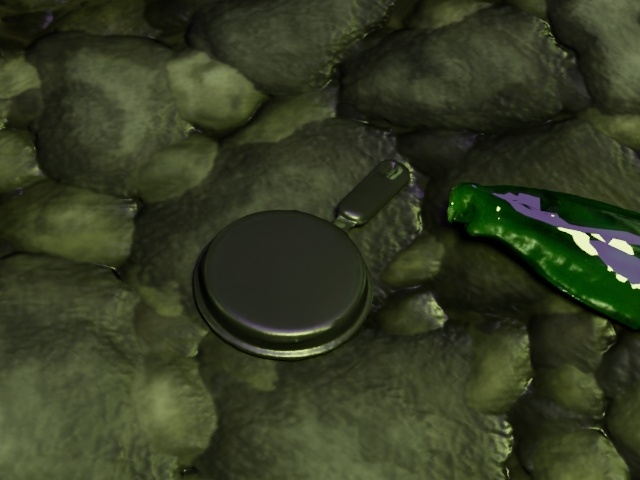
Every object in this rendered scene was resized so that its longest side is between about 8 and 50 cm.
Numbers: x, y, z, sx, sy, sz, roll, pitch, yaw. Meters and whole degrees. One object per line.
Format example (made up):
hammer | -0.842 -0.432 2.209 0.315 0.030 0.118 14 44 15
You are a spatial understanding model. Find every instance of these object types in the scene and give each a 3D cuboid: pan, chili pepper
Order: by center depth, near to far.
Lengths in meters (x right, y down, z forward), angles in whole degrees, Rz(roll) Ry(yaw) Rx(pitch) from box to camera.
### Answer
pan | 0.000 0.000 1.380 0.136 0.028 0.235 30 51 17
chili pepper | 0.201 0.003 1.389 0.216 0.062 0.108 14 48 6
